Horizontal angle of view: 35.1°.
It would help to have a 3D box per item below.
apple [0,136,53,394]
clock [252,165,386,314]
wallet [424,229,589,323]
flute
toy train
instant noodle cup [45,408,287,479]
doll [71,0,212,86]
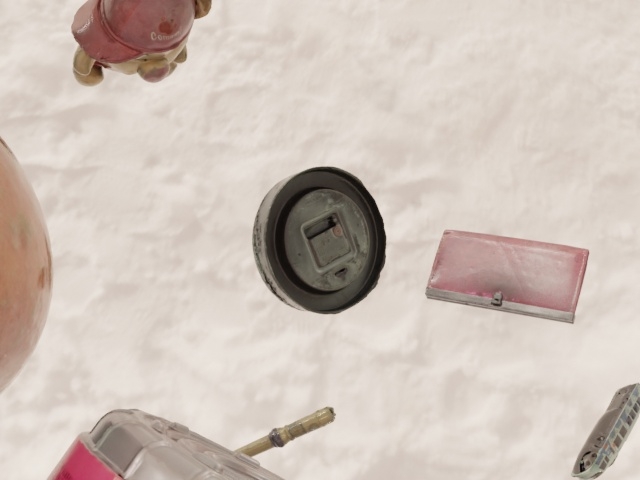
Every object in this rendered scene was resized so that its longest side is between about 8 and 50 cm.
[{"bbox_3d":[-0.272,0.007,0.514,0.254,0.253,0.253,3,112,7],"label":"apple"},{"bbox_3d":[0.000,0.000,1.540,0.049,0.226,0.226,-3,119,55],"label":"clock"},{"bbox_3d":[0.282,0.050,1.532,0.232,0.119,0.025,9,158,27],"label":"wallet"},{"bbox_3d":[-0.084,0.246,1.180,0.233,0.027,0.027,-27,105,16],"label":"flute"},{"bbox_3d":[0.431,0.290,1.509,0.047,0.207,0.043,53,139,-5],"label":"toy train"},{"bbox_3d":[-0.064,0.194,0.471,0.302,0.258,0.181,33,81,-27],"label":"instant noodle cup"},{"bbox_3d":[-0.271,-0.304,1.485,0.152,0.256,0.196,48,68,-12],"label":"doll"}]
